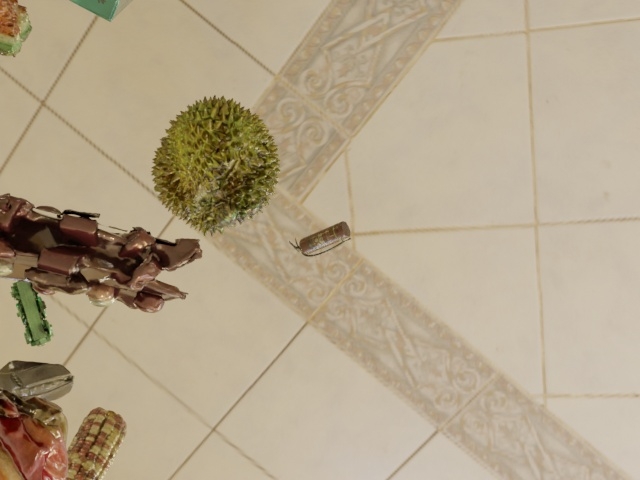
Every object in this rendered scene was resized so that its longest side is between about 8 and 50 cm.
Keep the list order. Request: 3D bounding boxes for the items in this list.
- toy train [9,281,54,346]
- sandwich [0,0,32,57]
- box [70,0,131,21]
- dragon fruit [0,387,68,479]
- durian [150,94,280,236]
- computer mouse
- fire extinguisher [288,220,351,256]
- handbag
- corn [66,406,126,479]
[{"bbox_3d":[-0.698,0.173,1.921,0.071,0.104,0.178,-17,82,-22],"label":"toy train"},{"bbox_3d":[-0.601,-0.442,1.430,0.185,0.109,0.160,34,136,-10],"label":"sandwich"},{"bbox_3d":[-0.400,-0.547,1.573,0.092,0.244,0.153,27,116,-12],"label":"box"},{"bbox_3d":[-0.361,0.225,0.621,0.250,0.315,0.250,8,102,42],"label":"dragon fruit"},{"bbox_3d":[-0.207,-0.153,1.593,0.291,0.224,0.291,-13,124,-20],"label":"durian"},{"bbox_3d":[-0.665,0.329,1.822,0.193,0.062,0.105,-5,117,7],"label":"computer mouse"},{"bbox_3d":[0.000,0.000,1.922,0.158,0.043,0.064,-23,103,31],"label":"fire extinguisher"},{"bbox_3d":[-0.225,0.013,0.683,0.203,0.216,0.073,15,82,-22],"label":"handbag"},{"bbox_3d":[-0.379,0.364,1.244,0.080,0.237,0.079,10,130,13],"label":"corn"}]
